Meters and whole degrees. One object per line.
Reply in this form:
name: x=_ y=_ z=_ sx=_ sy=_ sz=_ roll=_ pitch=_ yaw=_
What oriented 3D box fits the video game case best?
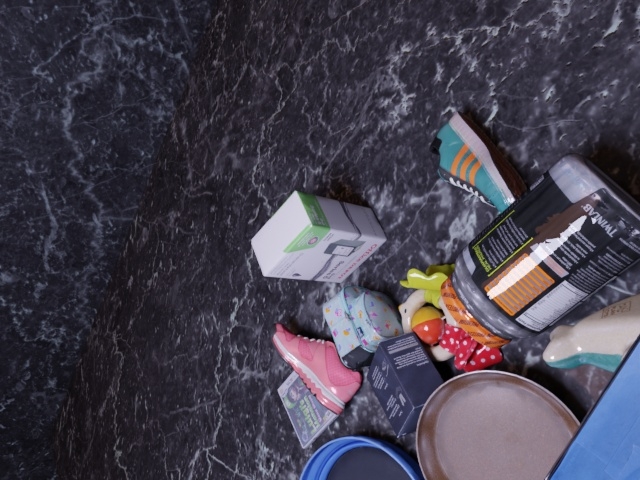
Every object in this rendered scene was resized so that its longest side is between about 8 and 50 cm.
video game case: x=-0.035 y=0.438 z=1.427 sx=0.173 sy=0.022 sz=0.190 roll=-54 pitch=48 yaw=25

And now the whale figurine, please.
whale figurine: x=0.494 y=0.165 z=0.798 sx=0.272 sy=0.216 sz=0.141 roll=-22 pitch=95 yaw=34

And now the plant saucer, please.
plant saucer: x=0.333 y=0.389 z=0.959 sx=0.311 sy=0.050 sz=0.310 roll=1 pitch=92 yaw=30

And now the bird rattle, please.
bird rattle: x=0.265 y=0.177 z=1.121 sx=0.207 sy=0.143 sz=0.253 roll=-44 pitch=64 yaw=47

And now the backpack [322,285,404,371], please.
backpack: x=0.101 y=0.193 z=1.226 sx=0.144 sy=0.166 sz=0.188 roll=-51 pitch=52 yaw=26

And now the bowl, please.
bowl: x=0.109 y=0.637 z=1.161 sx=0.392 sy=0.077 sz=0.390 roll=-8 pitch=78 yaw=41

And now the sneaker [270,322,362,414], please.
sneaker: x=-0.009 y=0.309 z=1.375 sx=0.136 sy=0.116 sz=0.314 roll=-43 pitch=54 yaw=-7

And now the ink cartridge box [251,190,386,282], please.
ink cartridge box: x=0.000 y=0.000 z=1.302 sx=0.198 sy=0.273 sz=0.114 roll=-46 pitch=54 yaw=31

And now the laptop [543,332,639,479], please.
laptop: x=0.557 y=0.258 z=0.574 sx=0.408 sy=0.236 sz=0.381 roll=34 pitch=91 yaw=40

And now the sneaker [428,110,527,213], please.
sneaker: x=0.329 y=-0.140 z=1.105 sx=0.121 sy=0.108 sz=0.302 roll=-48 pitch=42 yaw=30

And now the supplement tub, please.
supplement tub: x=0.387 y=0.031 z=0.920 sx=0.338 sy=0.207 sz=0.207 roll=-48 pitch=50 yaw=29

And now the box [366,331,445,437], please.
box: x=0.183 y=0.310 z=1.120 sx=0.155 sy=0.093 sz=0.158 roll=99 pitch=151 yaw=-48
